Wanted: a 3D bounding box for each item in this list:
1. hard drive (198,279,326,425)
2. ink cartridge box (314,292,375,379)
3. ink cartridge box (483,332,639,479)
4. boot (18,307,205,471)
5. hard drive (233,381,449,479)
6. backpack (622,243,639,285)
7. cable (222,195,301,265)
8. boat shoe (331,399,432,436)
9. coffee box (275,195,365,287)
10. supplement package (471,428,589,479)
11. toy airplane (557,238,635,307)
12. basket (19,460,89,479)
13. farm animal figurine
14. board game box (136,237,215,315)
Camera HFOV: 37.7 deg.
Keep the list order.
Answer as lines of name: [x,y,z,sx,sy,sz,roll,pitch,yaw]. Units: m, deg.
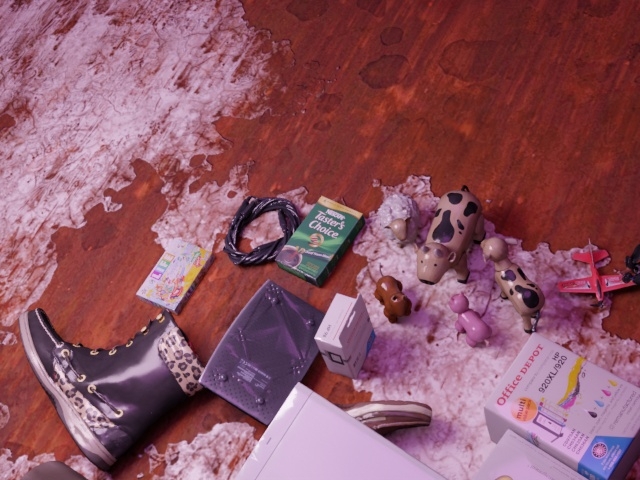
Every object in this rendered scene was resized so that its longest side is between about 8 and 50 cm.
hard drive: [-0.104,0.218,1.817,0.172,0.054,0.254,31,63,5]
ink cartridge box: [0.045,0.173,1.767,0.060,0.180,0.104,16,62,23]
ink cartridge box: [0.421,0.305,1.594,0.233,0.168,0.171,29,69,29]
boot: [-0.411,0.231,1.867,0.284,0.138,0.377,-34,60,-8]
hard drive: [0.044,0.436,1.617,0.353,0.047,0.233,31,80,18]
backpack: [0.720,0.050,1.643,0.263,0.276,0.213,-28,85,-13]
cable: [-0.128,-0.014,2.022,0.151,0.047,0.184,19,61,18]
boat shoe: [0.078,0.347,1.710,0.258,0.095,0.095,-6,70,17]
coffee box: [0.000,0.000,1.977,0.113,0.040,0.184,26,67,27]
supplement package: [0.332,0.460,1.526,0.194,0.149,0.203,29,67,28]
toy airplane: [0.527,0.066,1.810,0.151,0.028,0.151,-6,56,9]
basket: [-0.447,0.515,1.688,0.227,0.154,0.204,32,68,33]
farm animal figurine: [0.262,0.032,1.810,0.330,0.172,0.326,-1,57,13]
board game box: [-0.309,0.076,2.012,0.103,0.026,0.154,19,64,25]
